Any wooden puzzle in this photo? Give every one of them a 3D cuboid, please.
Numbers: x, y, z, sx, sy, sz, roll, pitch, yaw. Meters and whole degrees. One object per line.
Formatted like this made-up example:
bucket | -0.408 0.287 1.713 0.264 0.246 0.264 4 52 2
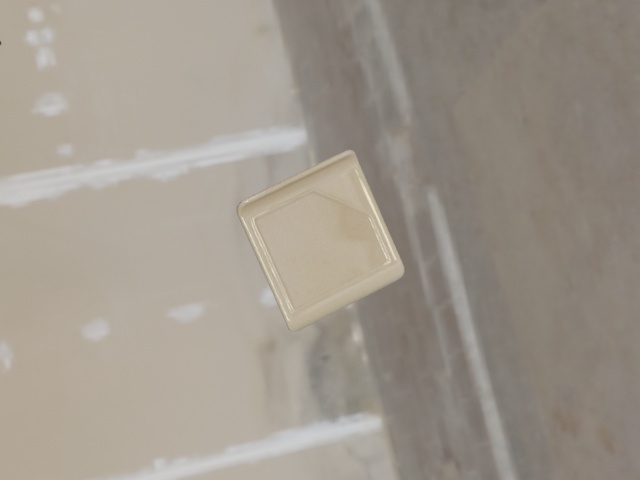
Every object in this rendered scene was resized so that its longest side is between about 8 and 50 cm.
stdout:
wooden puzzle | 0.000 0.000 2.315 0.239 0.221 0.044 67 165 -14
